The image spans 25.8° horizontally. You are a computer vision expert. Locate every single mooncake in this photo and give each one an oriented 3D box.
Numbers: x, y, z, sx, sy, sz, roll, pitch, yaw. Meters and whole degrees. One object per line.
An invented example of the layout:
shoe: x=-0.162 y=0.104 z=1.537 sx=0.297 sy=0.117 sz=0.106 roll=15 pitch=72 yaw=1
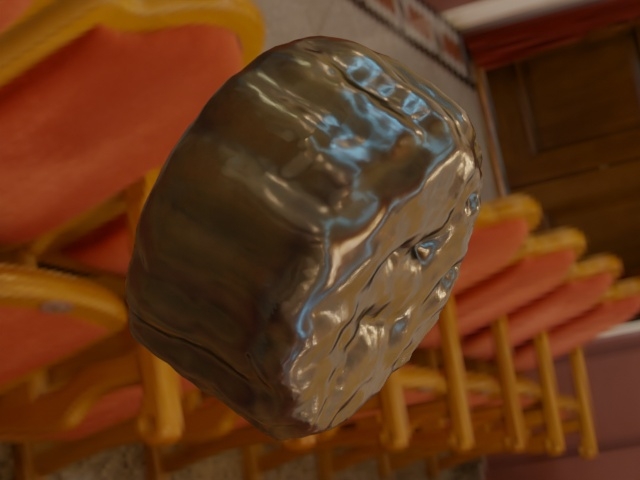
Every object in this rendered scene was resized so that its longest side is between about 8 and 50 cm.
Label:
mooncake: x=0.000 y=0.000 z=1.033 sx=0.290 sy=0.161 sz=0.290 roll=-44 pitch=154 yaw=-28
